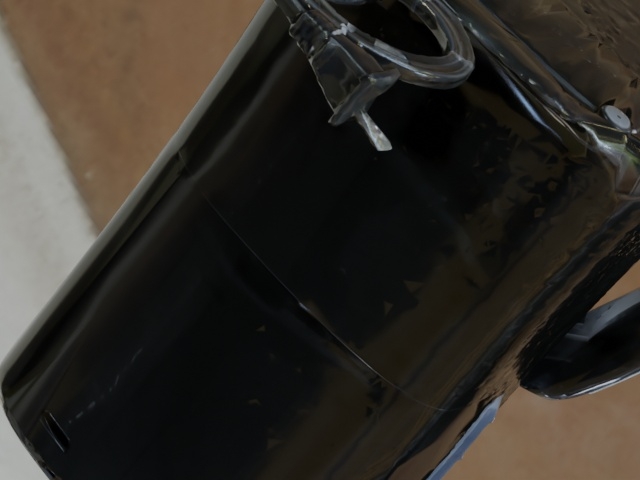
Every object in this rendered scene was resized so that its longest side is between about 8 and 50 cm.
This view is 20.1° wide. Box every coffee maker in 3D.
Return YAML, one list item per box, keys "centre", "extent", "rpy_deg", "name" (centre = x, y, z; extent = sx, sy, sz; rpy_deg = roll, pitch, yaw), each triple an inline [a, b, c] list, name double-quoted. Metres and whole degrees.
- centre: [0.000, 0.000, 0.433]
  extent: [0.178, 0.171, 0.120]
  rpy_deg: [-52, 52, 30]
  name: "coffee maker"
